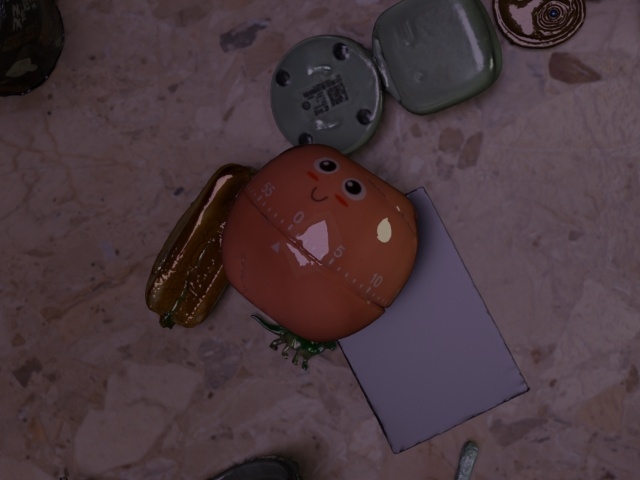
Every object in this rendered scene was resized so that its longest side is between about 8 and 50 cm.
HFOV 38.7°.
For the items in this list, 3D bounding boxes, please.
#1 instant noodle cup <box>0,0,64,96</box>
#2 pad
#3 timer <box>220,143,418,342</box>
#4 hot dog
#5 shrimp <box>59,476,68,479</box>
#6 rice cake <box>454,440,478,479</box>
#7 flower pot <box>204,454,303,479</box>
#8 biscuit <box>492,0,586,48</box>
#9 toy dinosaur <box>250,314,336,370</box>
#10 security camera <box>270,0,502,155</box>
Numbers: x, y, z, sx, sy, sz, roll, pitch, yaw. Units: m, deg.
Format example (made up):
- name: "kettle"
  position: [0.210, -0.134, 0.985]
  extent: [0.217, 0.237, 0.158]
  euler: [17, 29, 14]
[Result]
- name: "instant noodle cup"
  position: [-0.460, -0.287, 1.191]
  extent: [0.217, 0.207, 0.217]
  euler: [0, 91, 11]
- name: "pad"
  position: [0.116, 0.106, 1.196]
  extent: [0.202, 0.005, 0.300]
  euler: [-29, 87, 11]
- name: "timer"
  position: [0.000, 0.000, 1.096]
  extent: [0.229, 0.229, 0.215]
  euler: [37, 89, 8]
- name: "hot dog"
  position: [-0.152, 0.010, 1.214]
  extent: [0.104, 0.076, 0.250]
  euler: [28, 101, -11]
- name: "shrimp"
  position: [-0.289, 0.443, 1.264]
  extent: [0.254, 0.059, 0.145]
  euler: [40, 109, 2]
- name: "rice cake"
  position: [0.180, 0.320, 1.183]
  extent: [0.021, 0.022, 0.121]
  euler: [17, 96, 2]
- name: "flower pot"
  position: [-0.095, 0.401, 1.160]
  extent: [0.235, 0.235, 0.140]
  euler: [-27, 112, 11]
- name: "biscuit"
  position: [0.292, -0.320, 1.134]
  extent: [0.124, 0.026, 0.175]
  euler: [46, 100, 6]
- name: "toy dinosaur"
  position: [-0.039, 0.127, 1.221]
  extent: [0.119, 0.029, 0.060]
  euler: [34, 82, 13]
- name: "security camera"
  position: [0.078, -0.211, 1.159]
  extent: [0.301, 0.080, 0.157]
  euler: [-21, 90, 21]
